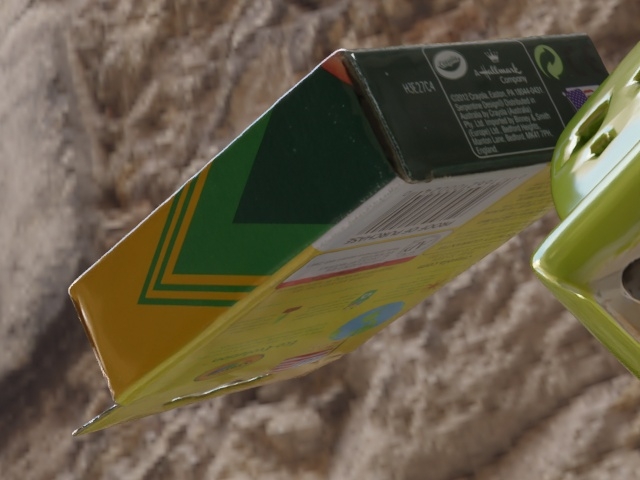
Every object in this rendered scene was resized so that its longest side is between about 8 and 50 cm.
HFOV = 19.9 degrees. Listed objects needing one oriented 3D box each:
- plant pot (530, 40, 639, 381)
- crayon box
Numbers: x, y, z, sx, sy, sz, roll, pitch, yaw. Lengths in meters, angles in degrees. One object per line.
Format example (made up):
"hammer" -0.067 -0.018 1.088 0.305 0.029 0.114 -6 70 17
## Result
"plant pot" 0.224 -0.010 0.694 0.228 0.207 0.227 43 -63 -1
"crayon box" 0.000 0.000 1.030 0.202 0.081 0.318 -10 -21 -46
